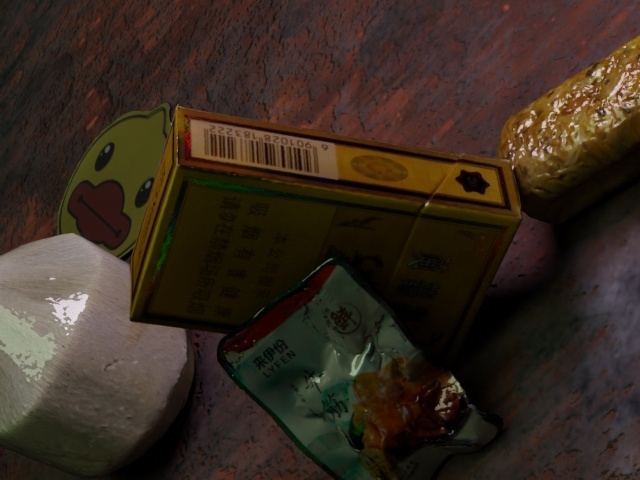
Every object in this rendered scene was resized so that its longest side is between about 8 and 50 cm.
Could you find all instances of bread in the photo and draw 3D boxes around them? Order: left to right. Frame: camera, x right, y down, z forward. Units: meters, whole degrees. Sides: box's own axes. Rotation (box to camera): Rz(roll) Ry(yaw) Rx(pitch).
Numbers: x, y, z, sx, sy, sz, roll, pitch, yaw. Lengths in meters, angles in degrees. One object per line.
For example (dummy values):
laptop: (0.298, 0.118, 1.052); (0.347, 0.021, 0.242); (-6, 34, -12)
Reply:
bread: (0.247, -0.102, 1.594); (0.211, 0.083, 0.114); (-33, 41, 32)

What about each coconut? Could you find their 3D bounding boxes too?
coconut: (-0.275, 0.115, 1.936); (0.237, 0.266, 0.237); (-41, 35, 37)

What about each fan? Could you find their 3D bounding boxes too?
fan: (-0.271, -0.025, 2.236); (0.335, 0.011, 0.229); (-57, 36, 4)

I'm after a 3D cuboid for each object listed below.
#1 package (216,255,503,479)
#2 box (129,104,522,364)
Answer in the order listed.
package: (0.035, 0.135, 1.594); (0.166, 0.232, 0.040); (-37, 15, 25)
box: (0.000, 0.000, 1.594); (0.084, 0.301, 0.193); (-95, 19, -44)
